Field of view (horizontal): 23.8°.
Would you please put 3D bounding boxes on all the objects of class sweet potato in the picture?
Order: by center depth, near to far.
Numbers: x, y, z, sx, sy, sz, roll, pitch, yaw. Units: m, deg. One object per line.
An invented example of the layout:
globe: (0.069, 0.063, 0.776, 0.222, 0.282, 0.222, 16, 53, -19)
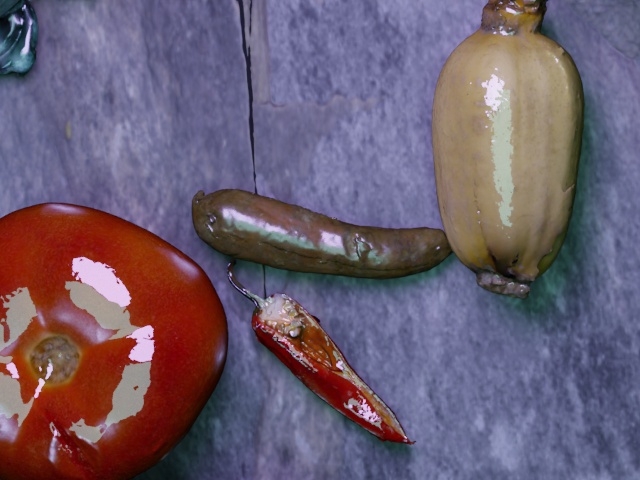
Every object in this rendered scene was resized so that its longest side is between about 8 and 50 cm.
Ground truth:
sweet potato: (0.000, 0.000, 1.545, 0.273, 0.075, 0.075, 10, 96, 2)

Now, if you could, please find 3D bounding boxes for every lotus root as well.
lotus root: (0.184, -0.095, 1.490, 0.146, 0.131, 0.303, -1, 96, -18)

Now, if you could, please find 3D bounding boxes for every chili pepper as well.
chili pepper: (-0.007, 0.123, 1.569, 0.268, 0.059, 0.050, 44, 135, -3)

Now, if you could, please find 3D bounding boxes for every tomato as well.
tomato: (-0.236, 0.100, 1.495, 0.298, 0.226, 0.298, 0, 91, 11)

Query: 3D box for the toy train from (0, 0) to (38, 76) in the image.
toy train: (-0.348, -0.304, 1.509, 0.299, 0.167, 0.238, -43, 80, 6)
